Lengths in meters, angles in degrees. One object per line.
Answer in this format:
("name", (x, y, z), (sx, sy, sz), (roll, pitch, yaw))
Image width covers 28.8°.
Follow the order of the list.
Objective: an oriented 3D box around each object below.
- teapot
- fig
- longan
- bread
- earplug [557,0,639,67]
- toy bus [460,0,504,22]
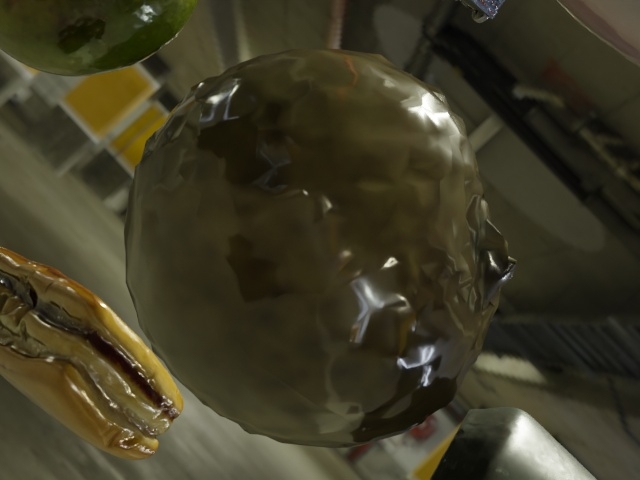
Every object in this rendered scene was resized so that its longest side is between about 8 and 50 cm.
("teapot", (0.246, 0.336, 1.223), (0.344, 0.253, 0.300), (28, -7, 9))
("fig", (-0.181, -0.213, 0.992), (0.181, 0.181, 0.191), (46, 7, 16))
("longan", (0.000, 0.000, 1.202), (0.391, 0.391, 0.391), (47, -4, 4))
("bread", (-0.179, 0.075, 0.853), (0.200, 0.077, 0.116), (18, -26, 52))
("earplug", (0.248, -0.176, 0.826), (0.301, 0.172, 0.172), (31, 0, -12))
("toy bus", (0.180, -0.342, 1.604), (0.073, 0.076, 0.167), (32, 10, -32))
